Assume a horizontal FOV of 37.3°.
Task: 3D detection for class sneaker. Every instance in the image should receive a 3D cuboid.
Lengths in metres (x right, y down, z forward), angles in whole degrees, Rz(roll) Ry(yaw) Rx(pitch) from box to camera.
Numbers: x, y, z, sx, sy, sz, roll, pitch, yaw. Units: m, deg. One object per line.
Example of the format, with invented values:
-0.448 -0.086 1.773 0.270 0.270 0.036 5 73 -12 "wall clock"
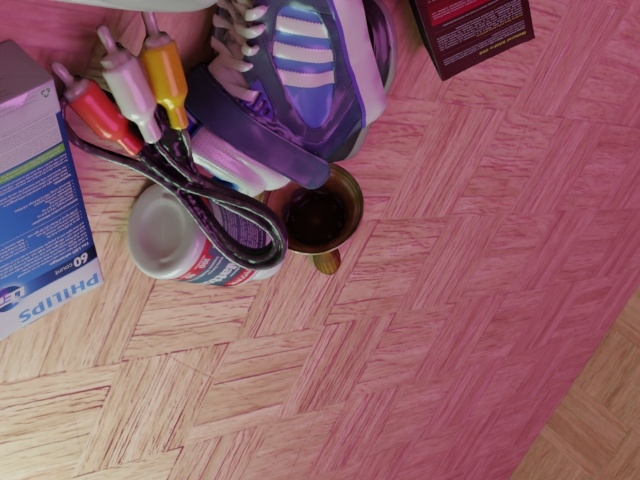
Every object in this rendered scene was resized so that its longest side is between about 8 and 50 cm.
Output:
0.010 -0.169 1.081 0.118 0.083 0.222 -22 141 -37 "sneaker"
-0.080 -0.175 0.918 0.236 0.130 0.323 -33 137 -6 "sneaker"

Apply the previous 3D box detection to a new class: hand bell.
0.000 0.000 1.268 0.126 0.126 0.242 -43 162 -11 "hand bell"

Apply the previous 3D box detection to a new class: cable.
-0.143 -0.067 0.887 0.139 0.072 0.287 -28 112 6 "cable"

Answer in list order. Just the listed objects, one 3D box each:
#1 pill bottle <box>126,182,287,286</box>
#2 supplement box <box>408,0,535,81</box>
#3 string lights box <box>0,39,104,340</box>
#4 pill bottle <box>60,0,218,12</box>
-0.119 -0.002 1.074 0.180 0.108 0.108 11 115 -56 "pill bottle"
0.166 -0.302 1.104 0.130 0.073 0.239 -24 149 6 "supplement box"
-0.288 -0.033 0.854 0.133 0.077 0.260 -31 145 -27 "string lights box"
-0.134 -0.329 0.476 0.224 0.224 0.392 -2 102 -51 "pill bottle"
